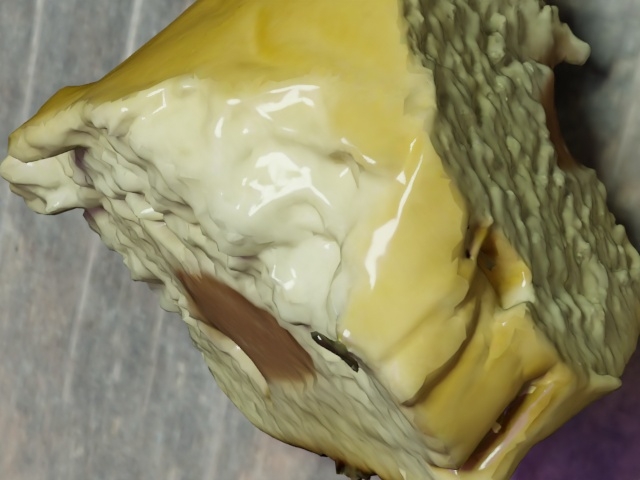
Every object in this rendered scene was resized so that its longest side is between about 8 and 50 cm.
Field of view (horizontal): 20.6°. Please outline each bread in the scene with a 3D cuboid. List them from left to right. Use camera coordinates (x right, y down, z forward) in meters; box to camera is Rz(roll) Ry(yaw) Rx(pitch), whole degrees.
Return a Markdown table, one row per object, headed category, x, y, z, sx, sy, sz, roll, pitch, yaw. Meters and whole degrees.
| category | x | y | z | sx | sy | sz | roll | pitch | yaw |
| --- | --- | --- | --- | --- | --- | --- | --- | --- | --- |
| bread | -0.009 | 0.008 | 0.600 | 0.224 | 0.211 | 0.184 | -32 | 106 | 25 |
